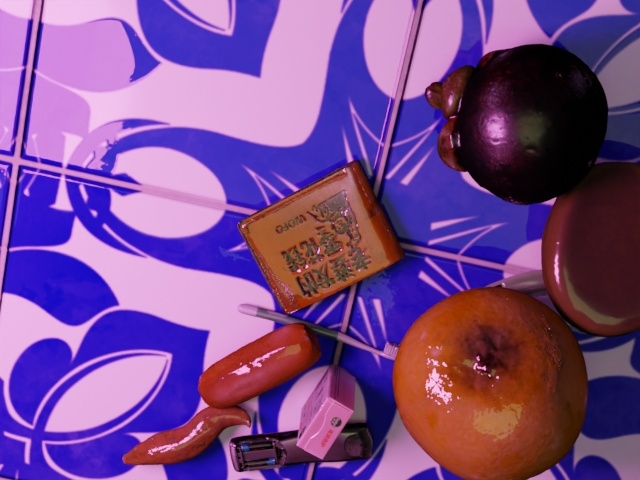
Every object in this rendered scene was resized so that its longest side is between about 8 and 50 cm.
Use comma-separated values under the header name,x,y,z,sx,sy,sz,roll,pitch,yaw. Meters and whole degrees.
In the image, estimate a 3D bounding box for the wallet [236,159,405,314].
name,x,y,z,sx,sy,sz,roll,pitch,yaw
wallet,0.000,0.002,1.620,0.196,0.042,0.161,-26,103,10

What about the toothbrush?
name,x,y,z,sx,sy,sz,roll,pitch,yaw
toothbrush,0.005,0.131,1.670,0.257,0.018,0.024,16,104,-1

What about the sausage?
name,x,y,z,sx,sy,sz,roll,pitch,yaw
sausage,-0.090,0.180,1.655,0.198,0.076,0.076,-28,103,19

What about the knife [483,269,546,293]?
name,x,y,z,sx,sy,sz,roll,pitch,yaw
knife,0.368,0.038,1.622,0.293,0.020,0.043,-11,101,5

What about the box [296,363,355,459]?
name,x,y,z,sx,sy,sz,roll,pitch,yaw
box,0.009,0.240,1.646,0.043,0.125,0.089,30,107,-6

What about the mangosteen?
name,x,y,z,sx,sy,sz,roll,pitch,yaw
mangosteen,0.239,-0.157,1.492,0.250,0.211,0.211,23,109,28

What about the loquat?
name,x,y,z,sx,sy,sz,roll,pitch,yaw
loquat,0.229,0.192,1.552,0.263,0.263,0.263,1,106,3

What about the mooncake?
name,x,y,z,sx,sy,sz,roll,pitch,yaw
mooncake,0.401,0.006,1.550,0.235,0.117,0.234,0,86,4

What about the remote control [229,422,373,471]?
name,x,y,z,sx,sy,sz,roll,pitch,yaw
remote control,-0.028,0.306,1.717,0.212,0.028,0.059,-8,105,6

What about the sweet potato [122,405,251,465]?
name,x,y,z,sx,sy,sz,roll,pitch,yaw
sweet potato,-0.196,0.292,1.712,0.202,0.058,0.055,-26,60,6
